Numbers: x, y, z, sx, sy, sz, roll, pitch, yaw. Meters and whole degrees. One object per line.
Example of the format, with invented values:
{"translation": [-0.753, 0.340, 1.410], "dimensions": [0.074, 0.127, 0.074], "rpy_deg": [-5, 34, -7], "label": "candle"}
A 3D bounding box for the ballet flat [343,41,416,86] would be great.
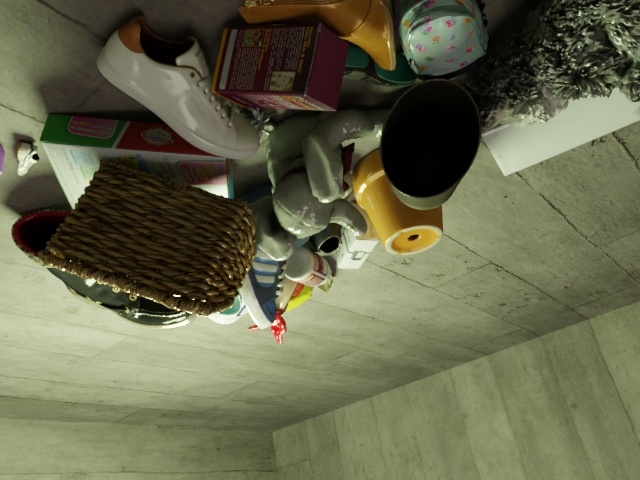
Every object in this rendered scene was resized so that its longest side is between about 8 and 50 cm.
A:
{"translation": [0.076, -0.298, 0.998], "dimensions": [0.188, 0.070, 0.070], "rpy_deg": [8, 147, -27], "label": "ballet flat"}

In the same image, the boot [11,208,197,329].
{"translation": [-0.467, 0.065, 1.292], "dimensions": [0.377, 0.138, 0.284], "rpy_deg": [15, 154, 20], "label": "boot"}

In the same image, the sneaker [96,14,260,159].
{"translation": [-0.194, -0.234, 0.921], "dimensions": [0.290, 0.106, 0.123], "rpy_deg": [31, 128, -32], "label": "sneaker"}

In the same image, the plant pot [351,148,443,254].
{"translation": [0.184, -0.078, 1.287], "dimensions": [0.205, 0.188, 0.205], "rpy_deg": [-8, 152, -5], "label": "plant pot"}

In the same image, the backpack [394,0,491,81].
{"translation": [0.188, -0.330, 0.902], "dimensions": [0.152, 0.115, 0.182], "rpy_deg": [-23, 154, 17], "label": "backpack"}

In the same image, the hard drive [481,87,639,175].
{"translation": [0.511, -0.252, 1.239], "dimensions": [0.307, 0.040, 0.203], "rpy_deg": [-23, 149, 23], "label": "hard drive"}

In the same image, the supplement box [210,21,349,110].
{"translation": [-0.062, -0.256, 0.871], "dimensions": [0.188, 0.104, 0.081], "rpy_deg": [12, 180, 35], "label": "supplement box"}

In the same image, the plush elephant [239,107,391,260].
{"translation": [-0.006, -0.107, 1.098], "dimensions": [0.330, 0.255, 0.272], "rpy_deg": [10, 146, -33], "label": "plush elephant"}

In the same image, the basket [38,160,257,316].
{"translation": [-0.284, 0.035, 1.019], "dimensions": [0.299, 0.223, 0.213], "rpy_deg": [16, 149, 5], "label": "basket"}

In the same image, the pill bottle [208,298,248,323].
{"translation": [-0.219, 0.112, 1.533], "dimensions": [0.153, 0.153, 0.265], "rpy_deg": [5, 148, -26], "label": "pill bottle"}

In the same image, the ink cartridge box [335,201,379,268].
{"translation": [0.086, -0.012, 1.457], "dimensions": [0.063, 0.109, 0.150], "rpy_deg": [2, 149, -17], "label": "ink cartridge box"}

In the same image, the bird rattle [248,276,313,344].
{"translation": [-0.105, 0.138, 1.570], "dimensions": [0.143, 0.253, 0.207], "rpy_deg": [27, 116, 6], "label": "bird rattle"}

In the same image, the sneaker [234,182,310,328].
{"translation": [-0.080, 0.028, 1.317], "dimensions": [0.236, 0.130, 0.323], "rpy_deg": [-18, 109, -4], "label": "sneaker"}

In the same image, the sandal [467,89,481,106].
{"translation": [0.234, -0.253, 1.122], "dimensions": [0.219, 0.090, 0.060], "rpy_deg": [-17, 130, 26], "label": "sandal"}

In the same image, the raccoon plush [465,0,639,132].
{"translation": [0.346, -0.371, 0.898], "dimensions": [0.299, 0.216, 0.446], "rpy_deg": [-9, 124, 22], "label": "raccoon plush"}

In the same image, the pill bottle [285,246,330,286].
{"translation": [-0.030, 0.069, 1.450], "dimensions": [0.086, 0.086, 0.152], "rpy_deg": [-20, 161, 16], "label": "pill bottle"}

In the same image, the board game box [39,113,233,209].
{"translation": [-0.325, -0.122, 1.103], "dimensions": [0.316, 0.064, 0.242], "rpy_deg": [5, 150, -5], "label": "board game box"}

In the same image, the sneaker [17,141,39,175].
{"translation": [-0.539, -0.147, 1.079], "dimensions": [0.037, 0.032, 0.083], "rpy_deg": [4, 149, -25], "label": "sneaker"}

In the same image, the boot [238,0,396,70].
{"translation": [-0.004, -0.343, 0.861], "dimensions": [0.211, 0.104, 0.295], "rpy_deg": [-7, 157, 15], "label": "boot"}

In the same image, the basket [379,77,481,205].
{"translation": [0.189, -0.144, 1.036], "dimensions": [0.154, 0.204, 0.227], "rpy_deg": [16, 172, 10], "label": "basket"}

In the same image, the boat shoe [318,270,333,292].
{"translation": [0.013, 0.100, 1.707], "dimensions": [0.056, 0.048, 0.153], "rpy_deg": [29, 157, 24], "label": "boat shoe"}

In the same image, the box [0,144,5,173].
{"translation": [-0.701, -0.177, 0.942], "dimensions": [0.293, 0.057, 0.201], "rpy_deg": [-5, 150, -11], "label": "box"}

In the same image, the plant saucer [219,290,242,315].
{"translation": [-0.310, 0.061, 1.370], "dimensions": [0.317, 0.044, 0.317], "rpy_deg": [25, 150, 16], "label": "plant saucer"}

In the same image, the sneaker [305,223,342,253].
{"translation": [0.000, 0.000, 1.439], "dimensions": [0.083, 0.118, 0.222], "rpy_deg": [-7, 151, -8], "label": "sneaker"}
